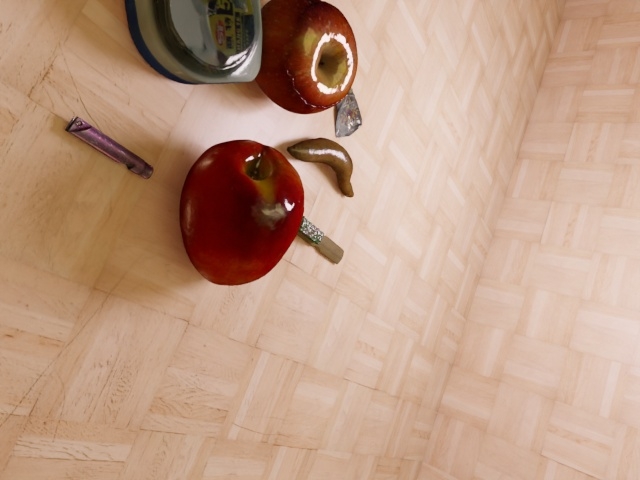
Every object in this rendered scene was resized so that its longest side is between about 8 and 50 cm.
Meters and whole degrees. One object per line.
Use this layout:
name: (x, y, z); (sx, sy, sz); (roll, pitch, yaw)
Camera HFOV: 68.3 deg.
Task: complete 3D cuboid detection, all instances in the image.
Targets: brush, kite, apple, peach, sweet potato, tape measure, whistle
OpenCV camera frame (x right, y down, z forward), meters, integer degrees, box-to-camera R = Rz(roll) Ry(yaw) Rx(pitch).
brush: (0.000, 0.000, 1.402); (0.282, 0.048, 0.054); (39, 72, -50)
kite: (0.075, -0.431, 1.406); (0.141, 0.015, 0.245); (-39, 128, -42)
apple: (-0.045, -0.429, 1.108); (0.271, 0.206, 0.252); (1, 109, -49)
peach: (-0.175, -0.047, 1.032); (0.281, 0.281, 0.338); (-37, 165, -40)
sweet potato: (0.029, -0.228, 1.357); (0.108, 0.079, 0.346); (-49, 143, 9)
tape measure: (-0.235, -0.440, 0.917); (0.262, 0.138, 0.260); (-23, 116, -46)
whistle: (-0.387, -0.169, 0.880); (0.176, 0.033, 0.033); (38, 70, -49)
